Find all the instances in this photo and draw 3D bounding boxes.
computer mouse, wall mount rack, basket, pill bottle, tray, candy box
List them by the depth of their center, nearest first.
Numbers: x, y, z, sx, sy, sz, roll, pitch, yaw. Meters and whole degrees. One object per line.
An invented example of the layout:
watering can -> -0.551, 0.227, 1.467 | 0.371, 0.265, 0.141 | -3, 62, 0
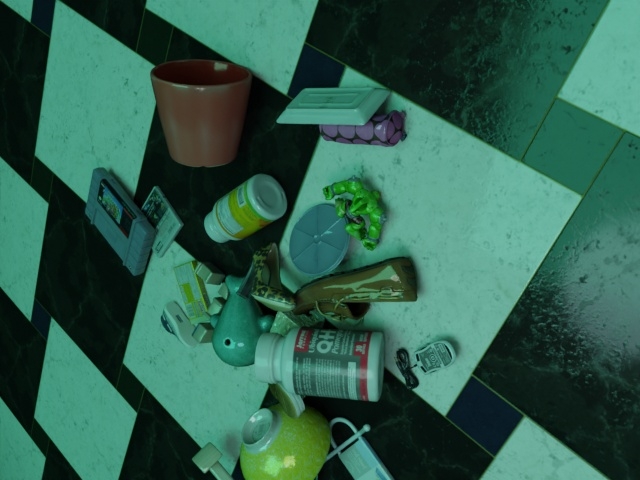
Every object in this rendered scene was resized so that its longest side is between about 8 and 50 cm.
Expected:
tray -> 0.025, -0.337, 1.460 | 0.270, 0.145, 0.030 | 9, 140, 36
computer mouse -> 0.270, 0.299, 1.483 | 0.193, 0.042, 0.106 | -35, 74, 43
pill bottle -> 0.000, 0.313, 1.536 | 0.318, 0.176, 0.177 | 2, 103, 11
wall mount rack -> 0.133, 0.631, 1.607 | 0.350, 0.130, 0.304 | 52, 126, 16
basket -> -0.078, 0.269, 1.702 | 0.113, 0.103, 0.167 | 35, 119, 26
pill bottle -> -0.223, -0.082, 1.712 | 0.245, 0.136, 0.136 | -27, 84, 39
candy box -> -0.426, 0.176, 1.999 | 0.105, 0.027, 0.206 | -17, 90, 37

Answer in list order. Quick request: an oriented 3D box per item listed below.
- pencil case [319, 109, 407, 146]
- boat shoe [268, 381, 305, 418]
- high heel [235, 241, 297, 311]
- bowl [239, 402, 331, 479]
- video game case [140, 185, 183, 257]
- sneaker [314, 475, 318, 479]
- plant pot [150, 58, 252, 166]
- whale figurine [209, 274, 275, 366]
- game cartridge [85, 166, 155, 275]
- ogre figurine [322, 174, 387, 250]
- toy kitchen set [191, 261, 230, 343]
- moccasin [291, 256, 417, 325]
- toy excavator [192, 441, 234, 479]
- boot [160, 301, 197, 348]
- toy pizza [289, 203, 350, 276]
pencil case -> 0.101, -0.280, 1.446 | 0.209, 0.095, 0.098 | 13, 68, 35
boat shoe -> -0.081, 0.411, 1.675 | 0.277, 0.096, 0.098 | -160, 54, -71
high heel -> -0.119, 0.092, 1.644 | 0.261, 0.093, 0.186 | 11, 67, 49
bowl -> -0.130, 0.562, 1.674 | 0.289, 0.290, 0.156 | -17, 126, 39
video game case -> -0.558, -0.062, 2.050 | 0.173, 0.022, 0.190 | 53, 127, 15
sneaker -> -0.110, 0.658, 1.823 | 0.256, 0.094, 0.151 | 46, 130, 9
plant pot -> -0.330, -0.353, 1.666 | 0.274, 0.275, 0.243 | 26, 126, 31
whale figurine -> -0.241, 0.237, 1.752 | 0.216, 0.141, 0.272 | 0, 93, 21
game cartridge -> -0.728, -0.072, 2.137 | 0.355, 0.068, 0.230 | 46, 135, 22
ogre figurine -> 0.096, -0.077, 1.494 | 0.118, 0.096, 0.197 | -43, 62, 48
toy kitchen set -> -0.355, 0.197, 1.916 | 0.166, 0.122, 0.207 | 37, 100, 26
moccasin -> 0.080, 0.150, 1.544 | 0.379, 0.139, 0.147 | -16, 82, 30
toy excavator -> -0.201, 0.857, 1.854 | 0.433, 0.222, 0.445 | 55, 155, -16
boot -> -0.489, 0.309, 2.062 | 0.190, 0.069, 0.086 | 55, 134, 24
toy pizza -> 0.000, 0.000, 1.594 | 0.201, 0.032, 0.201 | -12, 69, 34
